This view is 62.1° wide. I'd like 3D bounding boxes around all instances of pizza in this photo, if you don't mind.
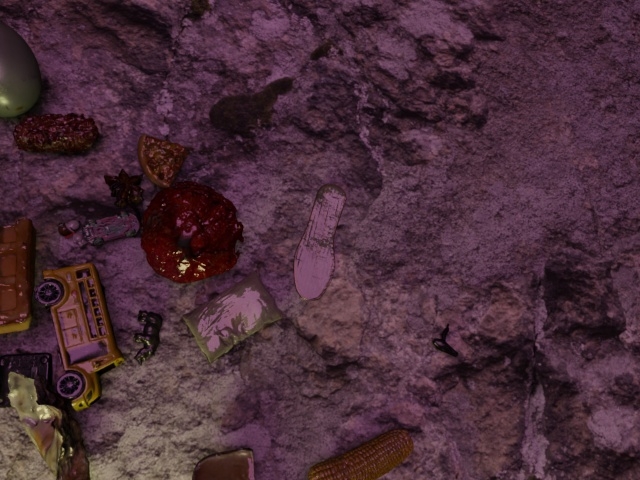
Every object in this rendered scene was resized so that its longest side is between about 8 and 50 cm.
[{"bbox_3d":[-0.433,-0.231,1.463,0.134,0.046,0.175,-35,83,-15],"label":"pizza"}]

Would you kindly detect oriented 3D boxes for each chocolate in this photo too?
[{"bbox_3d":[-0.230,0.630,1.256,0.161,0.083,0.261,2,75,-26],"label":"chocolate"}]

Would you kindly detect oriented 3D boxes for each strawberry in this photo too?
[{"bbox_3d":[-0.326,-0.021,1.337,0.274,0.220,0.274,1,80,-7],"label":"strawberry"}]

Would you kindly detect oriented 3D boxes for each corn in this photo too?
[{"bbox_3d":[0.103,0.554,1.323,0.292,0.101,0.101,-23,80,-17],"label":"corn"}]

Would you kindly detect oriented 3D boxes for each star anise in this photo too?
[{"bbox_3d":[-0.504,-0.111,1.404,0.097,0.070,0.190,-6,53,-39],"label":"star anise"}]

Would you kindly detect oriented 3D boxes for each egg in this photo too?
[{"bbox_3d":[-0.841,-0.447,1.371,0.203,0.203,0.282,-31,78,-15],"label":"egg"}]

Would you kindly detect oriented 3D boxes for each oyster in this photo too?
[{"bbox_3d":[-0.607,0.424,1.207,0.100,0.271,0.275,-28,45,-36],"label":"oyster"}]

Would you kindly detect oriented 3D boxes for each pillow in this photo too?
[{"bbox_3d":[-0.226,0.198,1.385,0.230,0.050,0.148,-32,87,-18],"label":"pillow"}]

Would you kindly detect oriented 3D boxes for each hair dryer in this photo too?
[{"bbox_3d":[0.355,0.273,1.473,0.079,0.031,0.083,31,65,-11],"label":"hair dryer"}]

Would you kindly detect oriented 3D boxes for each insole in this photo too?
[{"bbox_3d":[0.000,0.000,1.492,0.119,0.009,0.348,16,74,-4],"label":"insole"}]

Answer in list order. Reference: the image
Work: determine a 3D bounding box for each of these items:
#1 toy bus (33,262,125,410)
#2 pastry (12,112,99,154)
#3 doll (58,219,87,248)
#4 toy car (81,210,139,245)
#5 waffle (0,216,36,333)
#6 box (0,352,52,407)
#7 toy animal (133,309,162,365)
[{"bbox_3d":[-0.568,0.228,1.272,0.151,0.145,0.331,-15,76,-22],"label":"toy bus"},{"bbox_3d":[-0.694,-0.281,1.407,0.209,0.097,0.115,-4,72,-8],"label":"pastry"},{"bbox_3d":[-0.643,-0.015,1.380,0.058,0.040,0.085,-21,79,-24],"label":"doll"},{"bbox_3d":[-0.547,-0.028,1.388,0.142,0.055,0.069,-19,76,-34],"label":"toy car"},{"bbox_3d":[-0.851,0.105,1.245,0.349,0.077,0.304,-10,58,-11],"label":"waffle"},{"bbox_3d":[-0.717,0.336,1.282,0.125,0.027,0.126,-2,76,-9],"label":"box"},{"bbox_3d":[-0.438,0.247,1.339,0.065,0.047,0.135,11,69,-15],"label":"toy animal"}]
